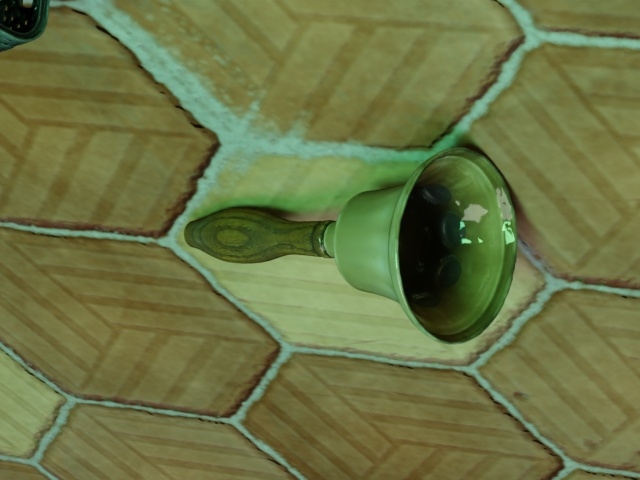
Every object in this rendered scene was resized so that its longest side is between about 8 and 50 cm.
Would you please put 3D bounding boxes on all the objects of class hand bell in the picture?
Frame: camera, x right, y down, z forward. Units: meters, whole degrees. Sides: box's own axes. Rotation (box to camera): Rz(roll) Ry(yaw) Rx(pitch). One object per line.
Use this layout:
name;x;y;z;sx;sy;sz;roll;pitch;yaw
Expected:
hand bell;0.000;0.000;1.298;0.242;0.126;0.126;2;146;42

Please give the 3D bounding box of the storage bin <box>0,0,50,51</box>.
storage bin;-0.240;-0.182;1.062;0.084;0.122;0.180;-14;153;37
